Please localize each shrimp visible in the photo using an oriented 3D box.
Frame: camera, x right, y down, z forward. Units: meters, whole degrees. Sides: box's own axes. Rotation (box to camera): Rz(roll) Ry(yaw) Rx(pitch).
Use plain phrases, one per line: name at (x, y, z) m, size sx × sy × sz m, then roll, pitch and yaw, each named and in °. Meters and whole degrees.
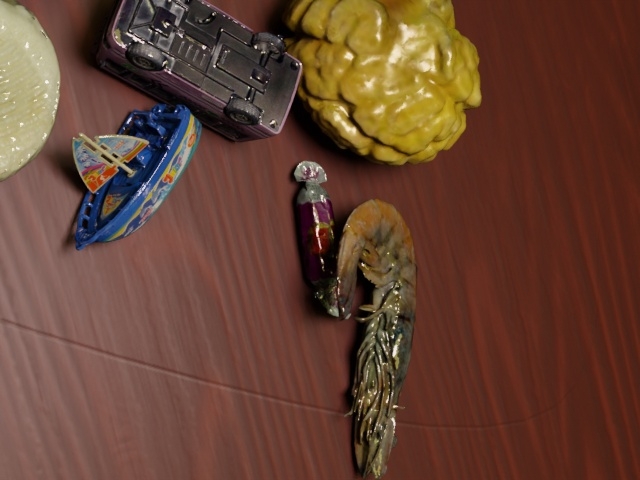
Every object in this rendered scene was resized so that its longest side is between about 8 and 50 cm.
shrimp at (0.050, 0.099, 1.233) m, size 0.169 × 0.058 × 0.295 m, roll 25°, pitch 68°, yaw -55°

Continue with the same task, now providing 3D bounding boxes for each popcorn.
popcorn at (0.068, -0.191, 1.256) m, size 0.203 × 0.226 × 0.200 m, roll -51°, pitch 155°, yaw -64°

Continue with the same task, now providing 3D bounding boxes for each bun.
bun at (-0.326, -0.135, 1.019) m, size 0.195 × 0.118 × 0.195 m, roll -5°, pitch 97°, yaw -43°

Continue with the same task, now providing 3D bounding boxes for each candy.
candy at (0.000, 0.000, 1.251) m, size 0.045 × 0.043 × 0.174 m, roll -4°, pitch 81°, yaw -35°

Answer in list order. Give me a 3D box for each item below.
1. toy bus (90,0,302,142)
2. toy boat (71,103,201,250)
toy bus at (-0.125, -0.179, 1.159) m, size 0.199 × 0.108 × 0.096 m, roll 28°, pitch 70°, yaw -27°
toy boat at (-0.196, -0.071, 1.111) m, size 0.110 × 0.091 × 0.175 m, roll 41°, pitch 69°, yaw -41°
